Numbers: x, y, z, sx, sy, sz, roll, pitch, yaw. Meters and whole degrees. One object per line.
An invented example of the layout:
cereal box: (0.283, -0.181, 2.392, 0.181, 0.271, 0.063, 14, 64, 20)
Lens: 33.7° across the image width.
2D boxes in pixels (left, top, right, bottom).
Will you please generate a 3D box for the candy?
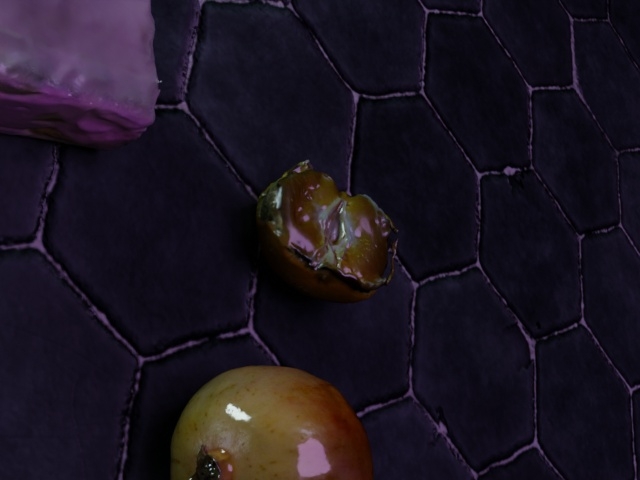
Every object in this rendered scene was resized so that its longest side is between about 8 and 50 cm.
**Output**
candy: (-0.275, -0.179, 0.926, 0.265, 0.116, 0.155, 13, 62, -45)

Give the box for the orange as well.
orange: (0.000, 0.000, 1.144, 0.160, 0.112, 0.170, -5, 54, -36)

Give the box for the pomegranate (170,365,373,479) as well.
pomegranate: (-0.048, 0.206, 0.958, 0.191, 0.191, 0.191, 21, 59, -40)
